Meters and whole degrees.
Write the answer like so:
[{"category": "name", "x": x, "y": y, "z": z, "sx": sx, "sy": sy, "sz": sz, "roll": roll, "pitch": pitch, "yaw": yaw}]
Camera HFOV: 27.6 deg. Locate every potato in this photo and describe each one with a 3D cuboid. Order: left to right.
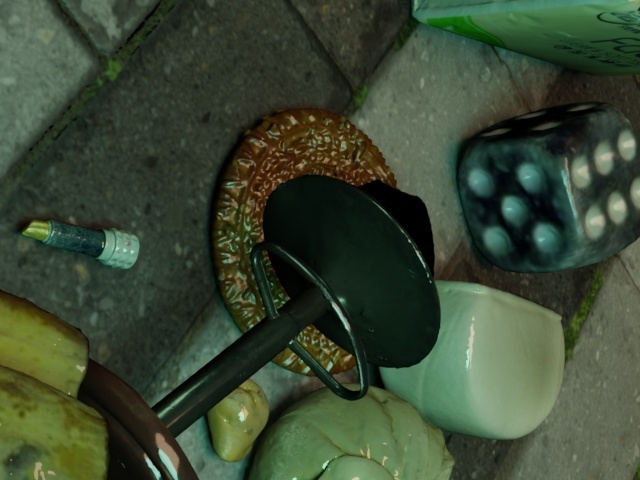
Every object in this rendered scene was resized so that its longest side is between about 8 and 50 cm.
[{"category": "potato", "x": -0.086, "y": 0.180, "z": 1.320, "sx": 0.068, "sy": 0.062, "sz": 0.083, "roll": 14, "pitch": 98, "yaw": -28}]

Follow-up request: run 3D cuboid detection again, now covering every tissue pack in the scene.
[{"category": "tissue pack", "x": 0.359, "y": -0.331, "z": 1.624, "sx": 0.405, "sy": 0.332, "sz": 0.205, "roll": 4, "pitch": 87, "yaw": -45}]

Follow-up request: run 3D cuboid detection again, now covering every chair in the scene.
[{"category": "chair", "x": -0.099, "y": 0.130, "z": 1.165, "sx": 0.401, "sy": 0.226, "sz": 0.226, "roll": -37, "pitch": 112, "yaw": -33}]

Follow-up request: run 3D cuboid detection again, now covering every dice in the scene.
[{"category": "dice", "x": 0.294, "y": -0.068, "z": 1.636, "sx": 0.182, "sy": 0.183, "sz": 0.181, "roll": -29, "pitch": 108, "yaw": -41}]

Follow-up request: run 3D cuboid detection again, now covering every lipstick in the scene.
[{"category": "lipstick", "x": -0.226, "y": -0.002, "z": 1.212, "sx": 0.116, "sy": 0.037, "sz": 0.037, "roll": 16, "pitch": 74, "yaw": -38}]

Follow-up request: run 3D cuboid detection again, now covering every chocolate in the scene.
[{"category": "chocolate", "x": 0.057, "y": -0.003, "z": 1.410, "sx": 0.148, "sy": 0.080, "sz": 0.125, "roll": 51, "pitch": 43, "yaw": -22}]

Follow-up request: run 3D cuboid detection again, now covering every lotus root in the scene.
[{"category": "lotus root", "x": -0.296, "y": 0.148, "z": 0.937, "sx": 0.250, "sy": 0.316, "sz": 0.316, "roll": 39, "pitch": 60, "yaw": -33}]

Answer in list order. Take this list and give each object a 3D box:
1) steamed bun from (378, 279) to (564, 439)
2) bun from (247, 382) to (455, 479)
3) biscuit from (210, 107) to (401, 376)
[{"category": "steamed bun", "x": 0.173, "y": 0.142, "z": 1.504, "sx": 0.242, "sy": 0.146, "sz": 0.164, "roll": 19, "pitch": 77, "yaw": -52}, {"category": "bun", "x": 0.044, "y": 0.272, "z": 1.367, "sx": 0.259, "sy": 0.160, "sz": 0.259, "roll": 7, "pitch": 79, "yaw": -42}, {"category": "biscuit", "x": 0.000, "y": 0.000, "z": 1.433, "sx": 0.305, "sy": 0.038, "sz": 0.305, "roll": 6, "pitch": 82, "yaw": -45}]
